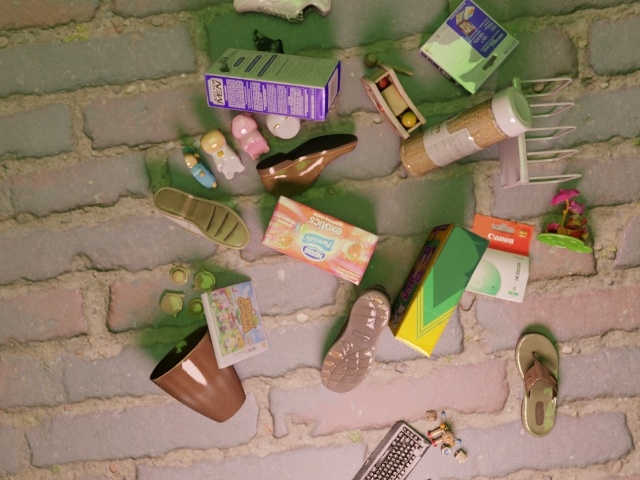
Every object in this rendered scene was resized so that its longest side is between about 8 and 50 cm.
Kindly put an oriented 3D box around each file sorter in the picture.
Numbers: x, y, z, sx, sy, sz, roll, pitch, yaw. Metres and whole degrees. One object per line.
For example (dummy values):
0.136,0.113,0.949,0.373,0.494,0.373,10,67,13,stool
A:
0.599,-0.295,1.711,0.173,0.193,0.278,-5,89,0,file sorter

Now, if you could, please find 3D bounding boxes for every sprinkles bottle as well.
0.381,-0.283,1.660,0.355,0.121,0.121,-22,88,43,sprinkles bottle

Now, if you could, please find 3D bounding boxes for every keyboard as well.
0.215,0.706,1.797,0.201,0.033,0.317,36,92,3,keyboard

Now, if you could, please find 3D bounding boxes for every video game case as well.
-0.239,0.233,1.756,0.023,0.193,0.213,-15,88,37,video game case

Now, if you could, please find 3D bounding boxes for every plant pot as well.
-0.324,0.398,1.755,0.215,0.215,0.230,-39,102,2,plant pot

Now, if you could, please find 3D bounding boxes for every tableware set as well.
-0.392,0.155,1.840,0.141,0.020,0.169,17,89,1,tableware set

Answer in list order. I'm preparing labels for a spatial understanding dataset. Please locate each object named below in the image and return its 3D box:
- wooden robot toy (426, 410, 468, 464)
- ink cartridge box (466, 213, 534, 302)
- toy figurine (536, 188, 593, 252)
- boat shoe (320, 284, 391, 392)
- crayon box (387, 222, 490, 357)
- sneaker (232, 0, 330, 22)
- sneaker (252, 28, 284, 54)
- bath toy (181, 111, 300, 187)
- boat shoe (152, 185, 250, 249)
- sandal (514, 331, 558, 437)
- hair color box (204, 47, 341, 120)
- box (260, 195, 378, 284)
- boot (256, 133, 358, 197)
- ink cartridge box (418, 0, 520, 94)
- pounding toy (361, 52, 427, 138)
0.357,0.570,1.766,0.076,0.079,0.173,-31,87,1,wooden robot toy
0.512,0.050,1.780,0.180,0.056,0.225,13,92,3,ink cartridge box
0.710,-0.064,1.752,0.173,0.130,0.159,18,80,-19,toy figurine
0.113,0.279,1.755,0.132,0.130,0.356,29,114,6,boat shoe
0.294,0.119,1.633,0.106,0.363,0.313,27,91,2,crayon box
-0.109,-0.693,1.799,0.291,0.110,0.118,-9,98,3,sneaker
-0.127,-0.551,1.820,0.170,0.051,0.089,20,93,6,sneaker
-0.227,-0.302,1.790,0.348,0.151,0.129,-30,53,2,bath toy
-0.336,-0.062,1.798,0.302,0.103,0.113,29,78,4,boat shoe
0.626,0.410,1.751,0.120,0.086,0.303,-5,89,3,sandal
-0.129,-0.438,1.723,0.338,0.185,0.110,11,131,10,hair color box
0.000,0.000,1.760,0.299,0.142,0.154,24,91,3,box
-0.027,-0.221,1.804,0.305,0.112,0.115,-22,118,-2,boot
0.430,-0.559,1.794,0.208,0.045,0.206,43,91,4,ink cartridge box
0.217,-0.435,1.749,0.154,0.154,0.270,-37,88,2,pounding toy
